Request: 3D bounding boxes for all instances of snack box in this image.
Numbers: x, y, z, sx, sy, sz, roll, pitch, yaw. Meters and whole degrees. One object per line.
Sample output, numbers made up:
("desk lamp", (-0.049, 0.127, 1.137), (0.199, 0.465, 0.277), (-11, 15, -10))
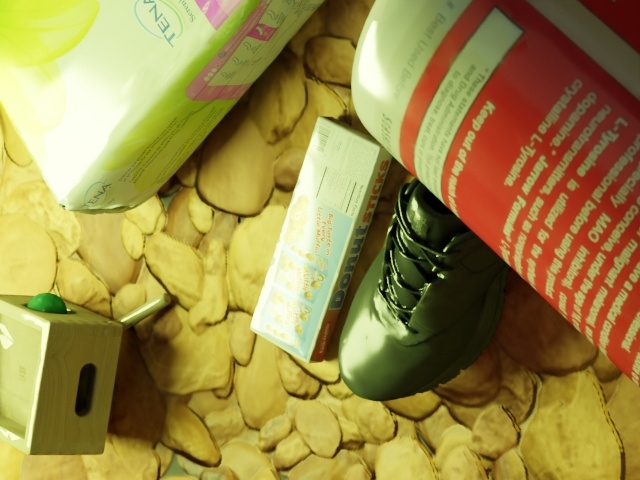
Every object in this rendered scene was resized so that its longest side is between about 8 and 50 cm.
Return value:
("snack box", (0.000, 0.000, 1.499), (0.064, 0.022, 0.178), (28, 108, 32))

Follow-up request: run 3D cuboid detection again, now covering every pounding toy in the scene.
("pounding toy", (-0.208, 0.097, 1.628), (0.130, 0.100, 0.141), (18, 100, 50))

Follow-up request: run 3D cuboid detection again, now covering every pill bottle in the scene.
("pill bottle", (0.229, -0.026, 1.113), (0.408, 0.229, 0.229), (45, 117, 20))

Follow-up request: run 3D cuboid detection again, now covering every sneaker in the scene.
("sneaker", (0.086, 0.001, 1.367), (0.109, 0.130, 0.286), (47, 119, 24))

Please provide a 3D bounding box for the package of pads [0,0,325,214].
("package of pads", (-0.141, -0.187, 1.552), (0.296, 0.101, 0.229), (-45, 64, 30))
